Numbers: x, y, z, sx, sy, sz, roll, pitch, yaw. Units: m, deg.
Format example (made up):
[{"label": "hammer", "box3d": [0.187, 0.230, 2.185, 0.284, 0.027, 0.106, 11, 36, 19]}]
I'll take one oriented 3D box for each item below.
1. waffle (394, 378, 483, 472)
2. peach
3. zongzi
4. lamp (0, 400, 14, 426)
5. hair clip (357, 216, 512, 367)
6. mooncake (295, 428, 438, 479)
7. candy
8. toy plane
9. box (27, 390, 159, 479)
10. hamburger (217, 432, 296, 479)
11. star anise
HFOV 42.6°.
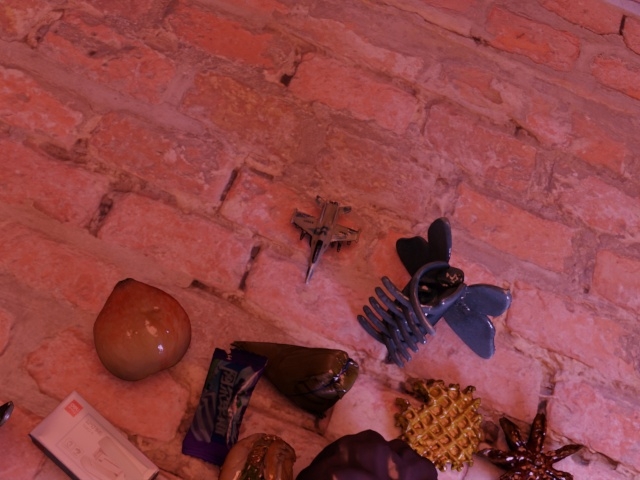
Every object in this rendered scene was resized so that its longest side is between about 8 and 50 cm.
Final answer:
[{"label": "waffle", "box3d": [0.292, 0.449, 2.001, 0.228, 0.051, 0.232, 7, 62, -14]}, {"label": "peach", "box3d": [-0.409, 0.195, 1.860, 0.232, 0.232, 0.233, 6, 61, -11]}, {"label": "zongzi", "box3d": [-0.066, 0.273, 1.882, 0.289, 0.260, 0.123, 35, 63, 3]}, {"label": "lamp", "box3d": [-0.667, 0.486, 1.692, 0.124, 0.203, 0.284, -16, 88, -28]}, {"label": "hair clip", "box3d": [0.260, 0.150, 2.004, 0.238, 0.318, 0.392, -30, 75, -24]}, {"label": "mooncake", "box3d": [0.106, 0.590, 1.728, 0.351, 0.212, 0.381, 49, 47, 3]}, {"label": "candy", "box3d": [-0.218, 0.377, 1.859, 0.145, 0.070, 0.275, 10, 71, 22]}, {"label": "toy plane", "box3d": [-0.001, 0.004, 2.149, 0.192, 0.088, 0.262, 18, 69, 2]}, {"label": "box", "box3d": [-0.489, 0.462, 1.773, 0.269, 0.079, 0.135, 40, 60, 8]}, {"label": "hamburger", "box3d": [-0.134, 0.539, 1.730, 0.146, 0.243, 0.286, 2, 28, 12]}, {"label": "star anise", "box3d": [0.517, 0.548, 1.982, 0.288, 0.088, 0.288, 8, 62, -15]}]
